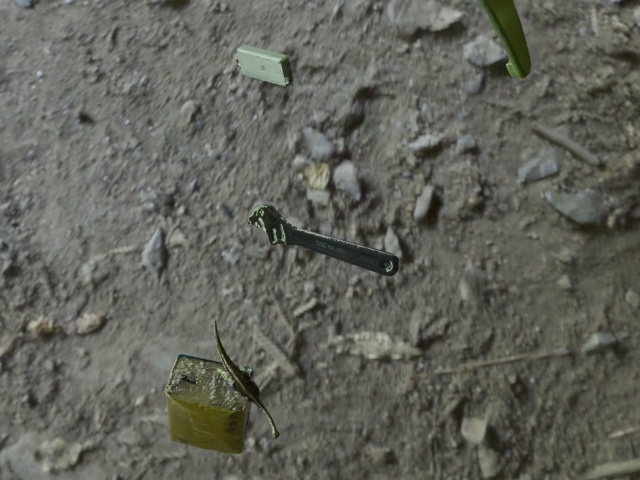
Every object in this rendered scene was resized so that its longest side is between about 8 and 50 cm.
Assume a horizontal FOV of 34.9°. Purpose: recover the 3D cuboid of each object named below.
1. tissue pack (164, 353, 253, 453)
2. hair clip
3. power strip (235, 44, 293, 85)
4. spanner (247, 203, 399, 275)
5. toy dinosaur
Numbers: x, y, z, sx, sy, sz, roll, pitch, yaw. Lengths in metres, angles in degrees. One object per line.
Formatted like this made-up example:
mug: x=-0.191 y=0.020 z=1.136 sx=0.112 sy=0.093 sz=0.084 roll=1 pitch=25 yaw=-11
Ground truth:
tissue pack: x=-0.162 y=0.242 z=1.485 sx=0.120 sy=0.082 sz=0.169 roll=12 pitch=147 yaw=1
hair clip: x=0.149 y=-0.228 z=0.926 sx=0.033 sy=0.060 sz=0.188 roll=-17 pitch=119 yaw=40
power strip: x=-0.071 y=-0.223 z=1.301 sx=0.090 sy=0.016 sz=0.040 roll=21 pitch=138 yaw=36
spanner: x=0.000 y=0.000 z=1.195 sx=0.208 sy=0.012 sz=0.046 roll=18 pitch=108 yaw=28
toy dinosaur: x=-0.105 y=0.181 z=1.330 sx=0.037 sy=0.058 sz=0.180 roll=-41 pitch=107 yaw=-19
